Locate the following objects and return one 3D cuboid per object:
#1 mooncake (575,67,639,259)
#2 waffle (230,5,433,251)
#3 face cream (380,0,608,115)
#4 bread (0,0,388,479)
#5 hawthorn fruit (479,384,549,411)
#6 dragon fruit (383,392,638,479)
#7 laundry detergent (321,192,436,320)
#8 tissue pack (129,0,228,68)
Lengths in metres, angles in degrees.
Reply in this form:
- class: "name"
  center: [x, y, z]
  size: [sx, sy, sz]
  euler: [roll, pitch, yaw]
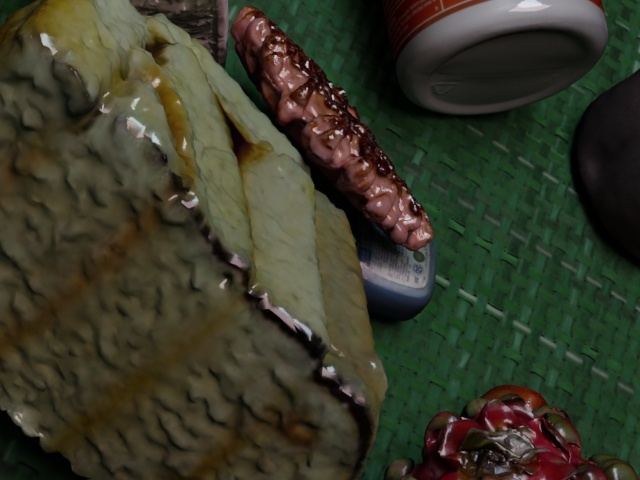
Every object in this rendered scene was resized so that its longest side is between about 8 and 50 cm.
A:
- class: "mooncake"
  center: [0.388, -0.083, 1.333]
  size: [0.245, 0.133, 0.244]
  euler: [16, 59, -29]
- class: "waffle"
  center: [0.005, -0.095, 1.083]
  size: [0.221, 0.055, 0.234]
  euler: [41, 14, -55]
- class: "face cream"
  center: [0.157, -0.241, 1.232]
  size: [0.201, 0.201, 0.187]
  euler: [0, 68, -28]
- class: "bread"
  center: [-0.112, 0.007, 0.942]
  size: [0.395, 0.239, 0.264]
  euler: [48, 25, -12]
- class: "hawthorn fruit"
  center: [0.169, 0.162, 1.138]
  size: [0.077, 0.077, 0.077]
  euler: [11, 64, -23]
- class: "dragon fruit"
  center: [0.178, 0.241, 1.036]
  size: [0.273, 0.198, 0.218]
  euler: [20, 52, -20]
- class: "laundry detergent"
  center: [0.000, -0.001, 1.128]
  size: [0.206, 0.061, 0.096]
  euler: [20, 58, -18]
- class: "tissue pack"
  center: [-0.155, -0.277, 1.078]
  size: [0.124, 0.201, 0.271]
  euler: [-10, 72, -5]
